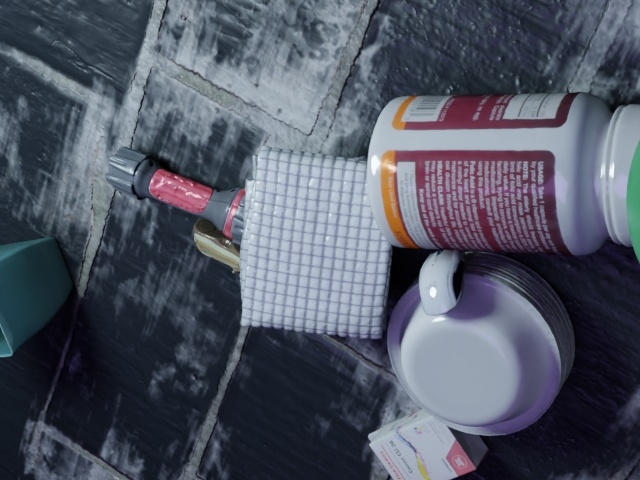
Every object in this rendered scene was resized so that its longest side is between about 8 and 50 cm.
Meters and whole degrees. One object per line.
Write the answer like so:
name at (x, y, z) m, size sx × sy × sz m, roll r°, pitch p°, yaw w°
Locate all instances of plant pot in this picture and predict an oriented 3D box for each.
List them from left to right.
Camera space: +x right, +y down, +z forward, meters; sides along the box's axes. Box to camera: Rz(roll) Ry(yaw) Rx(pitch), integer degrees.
plant pot at (-0.572, 0.089, 2.216) m, size 0.166 × 0.234 × 0.165 m, roll -8°, pitch 109°, yaw 32°

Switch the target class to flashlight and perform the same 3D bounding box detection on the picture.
flashlight at (-0.216, -0.077, 2.028) m, size 0.304 × 0.103 × 0.103 m, roll 22°, pitch 122°, yaw 17°

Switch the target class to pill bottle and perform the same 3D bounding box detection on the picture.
pill bottle at (0.284, -0.092, 1.682) m, size 0.392 × 0.224 × 0.224 m, roll 3°, pitch 114°, yaw 28°

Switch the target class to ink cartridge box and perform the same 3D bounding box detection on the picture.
ink cartridge box at (0.167, 0.354, 2.047) m, size 0.198 × 0.067 × 0.115 m, roll -31°, pitch 95°, yaw 37°

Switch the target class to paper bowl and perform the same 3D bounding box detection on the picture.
paper bowl at (0.238, 0.172, 1.878) m, size 0.284 × 0.148 × 0.284 m, roll 11°, pitch 117°, yaw 22°

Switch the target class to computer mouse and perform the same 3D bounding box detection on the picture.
computer mouse at (0.182, 0.031, 1.812) m, size 0.106 × 0.193 × 0.042 m, roll -21°, pitch 126°, yaw 27°

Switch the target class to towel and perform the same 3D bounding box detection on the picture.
towel at (0.000, 0.000, 1.879) m, size 0.235 × 0.121 × 0.283 m, roll 6°, pitch 101°, yaw 9°

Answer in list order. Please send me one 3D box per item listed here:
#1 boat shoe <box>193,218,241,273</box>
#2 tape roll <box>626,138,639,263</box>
boat shoe at (-0.132, 0.027, 2.064) m, size 0.190 × 0.068 × 0.072 m, roll 29°, pitch 136°, yaw 25°
tape roll at (0.537, -0.057, 1.522) m, size 0.077 × 0.321 × 0.321 m, roll 22°, pitch 133°, yaw 67°
